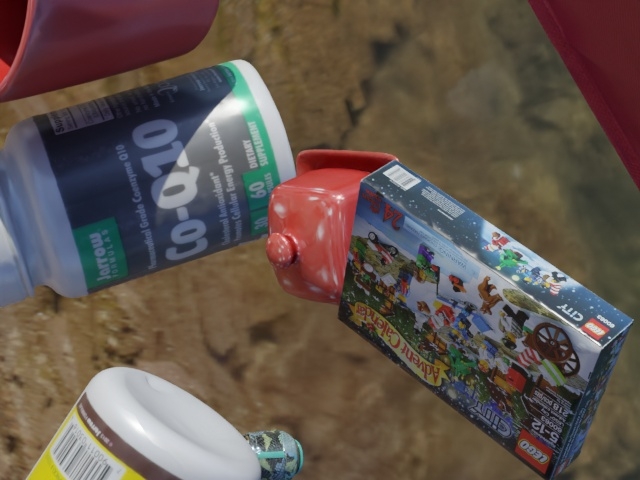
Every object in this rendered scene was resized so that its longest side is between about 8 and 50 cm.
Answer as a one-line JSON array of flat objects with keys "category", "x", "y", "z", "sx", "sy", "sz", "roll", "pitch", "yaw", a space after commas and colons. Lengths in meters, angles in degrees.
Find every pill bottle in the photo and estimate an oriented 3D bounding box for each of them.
[{"category": "pill bottle", "x": -0.222, "y": -0.057, "z": 1.374, "sx": 0.361, "sy": 0.204, "sz": 0.204, "roll": -19, "pitch": 95, "yaw": -13}, {"category": "pill bottle", "x": -0.136, "y": 0.190, "z": 0.733, "sx": 0.117, "sy": 0.117, "sz": 0.215, "roll": 32, "pitch": 96, "yaw": -20}]

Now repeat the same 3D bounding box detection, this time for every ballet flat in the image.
[{"category": "ballet flat", "x": -0.092, "y": 0.219, "z": 1.214, "sx": 0.070, "sy": 0.188, "sz": 0.070, "roll": 15, "pitch": 61, "yaw": -30}]

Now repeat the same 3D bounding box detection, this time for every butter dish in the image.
[{"category": "butter dish", "x": 0.000, "y": 0.000, "z": 1.192, "sx": 0.118, "sy": 0.160, "sz": 0.160, "roll": -16, "pitch": 106, "yaw": -38}]

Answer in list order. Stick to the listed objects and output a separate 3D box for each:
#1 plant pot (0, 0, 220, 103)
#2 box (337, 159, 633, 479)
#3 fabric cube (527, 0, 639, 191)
[{"category": "plant pot", "x": -0.249, "y": -0.276, "z": 1.250, "sx": 0.243, "sy": 0.275, "sz": 0.275, "roll": -11, "pitch": 92, "yaw": -40}, {"category": "box", "x": 0.119, "y": 0.062, "z": 0.984, "sx": 0.233, "sy": 0.159, "sz": 0.044, "roll": 36, "pitch": 49, "yaw": 28}, {"category": "fabric cube", "x": 0.218, "y": -0.113, "z": 0.407, "sx": 0.258, "sy": 0.254, "sz": 0.259, "roll": -34, "pitch": 113, "yaw": 6}]
